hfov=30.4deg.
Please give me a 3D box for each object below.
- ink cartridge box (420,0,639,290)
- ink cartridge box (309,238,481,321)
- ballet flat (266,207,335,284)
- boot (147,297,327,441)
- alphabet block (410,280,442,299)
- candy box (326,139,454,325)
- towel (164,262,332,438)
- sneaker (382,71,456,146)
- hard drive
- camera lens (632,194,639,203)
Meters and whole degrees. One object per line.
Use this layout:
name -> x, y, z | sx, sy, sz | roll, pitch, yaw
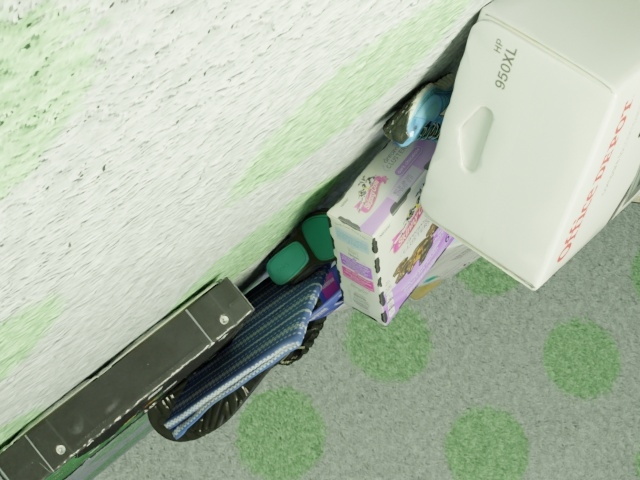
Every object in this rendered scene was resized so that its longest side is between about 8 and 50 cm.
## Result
ink cartridge box -> 0.310, -0.172, 1.284 | 0.395, 0.166, 0.285 | -37, 152, -36
ink cartridge box -> 0.124, 0.025, 1.690 | 0.311, 0.065, 0.186 | -17, 164, -38
ballet flat -> 0.000, 0.000, 1.540 | 0.074, 0.074, 0.203 | -37, -179, -38
boot -> -0.131, 0.203, 2.047 | 0.348, 0.131, 0.260 | -41, 175, 6
alphabet block -> 0.202, -0.041, 2.068 | 0.193, 0.192, 0.197 | -36, 173, -23
candy box -> 0.091, -0.018, 1.444 | 0.165, 0.070, 0.196 | -50, 152, -24
towel -> -0.078, 0.120, 1.615 | 0.243, 0.040, 0.336 | -37, -167, 24
sneaker -> 0.129, -0.132, 1.282 | 0.063, 0.073, 0.162 | -43, 175, 37
hard drive -> -0.240, 0.187, 1.426 | 0.339, 0.064, 0.237 | -40, 175, -18
camera lens -> 0.456, -0.205, 1.631 | 0.219, 0.274, 0.219 | -8, -149, 5
